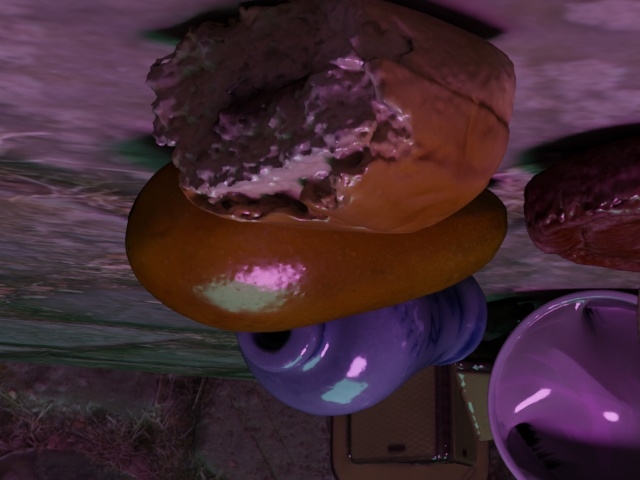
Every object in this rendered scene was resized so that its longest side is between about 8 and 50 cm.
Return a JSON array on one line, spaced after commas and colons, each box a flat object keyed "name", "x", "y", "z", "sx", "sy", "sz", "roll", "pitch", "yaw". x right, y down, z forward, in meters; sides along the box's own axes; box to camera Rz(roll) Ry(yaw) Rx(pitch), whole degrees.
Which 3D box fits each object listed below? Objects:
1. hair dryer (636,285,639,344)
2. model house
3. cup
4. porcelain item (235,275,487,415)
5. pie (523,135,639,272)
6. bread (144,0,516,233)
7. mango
[{"name": "hair dryer", "x": 0.359, "y": 0.023, "z": 0.799, "sx": 0.173, "sy": 0.107, "sz": 0.357, "roll": 2, "pitch": 165, "yaw": -16}, {"name": "model house", "x": 0.146, "y": 0.171, "z": 1.408, "sx": 0.205, "sy": 0.218, "sz": 0.279, "roll": 5, "pitch": 166, "yaw": -19}, {"name": "cup", "x": 0.316, "y": 0.171, "z": 1.343, "sx": 0.212, "sy": 0.212, "sz": 0.317, "roll": -1, "pitch": 172, "yaw": 22}, {"name": "porcelain item", "x": 0.035, "y": 0.060, "z": 0.984, "sx": 0.141, "sy": 0.141, "sz": 0.259, "roll": -4, "pitch": 177, "yaw": 34}, {"name": "pie", "x": 0.198, "y": -0.019, "z": 0.678, "sx": 0.182, "sy": 0.049, "sz": 0.182, "roll": 1, "pitch": 166, "yaw": 0}, {"name": "bread", "x": 0.006, "y": -0.040, "z": 0.491, "sx": 0.106, "sy": 0.082, "sz": 0.125, "roll": 19, "pitch": 160, "yaw": -39}, {"name": "mango", "x": 0.000, "y": 0.000, "z": 0.728, "sx": 0.227, "sy": 0.099, "sz": 0.136, "roll": -2, "pitch": 167, "yaw": -28}]
